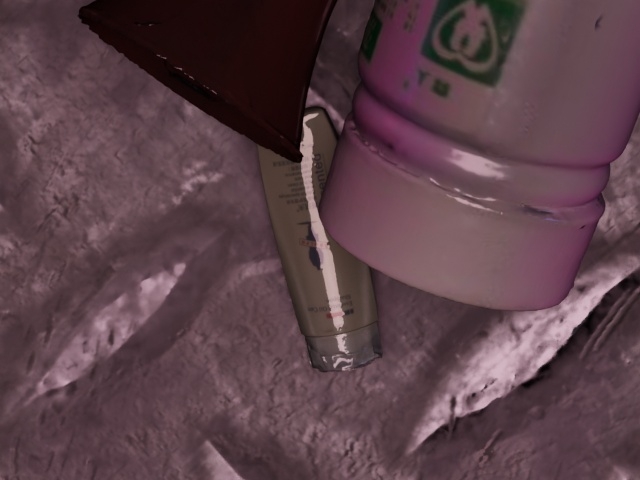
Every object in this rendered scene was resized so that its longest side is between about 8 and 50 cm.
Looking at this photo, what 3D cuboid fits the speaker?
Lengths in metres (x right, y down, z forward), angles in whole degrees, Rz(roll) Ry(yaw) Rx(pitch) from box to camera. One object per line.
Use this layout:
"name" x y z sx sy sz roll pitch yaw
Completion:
"speaker" -0.029 -0.246 1.248 0.198 0.259 0.329 32 94 22

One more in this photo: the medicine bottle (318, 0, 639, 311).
"medicine bottle" 0.137 -0.137 1.263 0.212 0.212 0.325 16 112 -1

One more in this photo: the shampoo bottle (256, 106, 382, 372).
"shampoo bottle" 0.000 0.000 1.395 0.072 0.049 0.212 -13 98 8
